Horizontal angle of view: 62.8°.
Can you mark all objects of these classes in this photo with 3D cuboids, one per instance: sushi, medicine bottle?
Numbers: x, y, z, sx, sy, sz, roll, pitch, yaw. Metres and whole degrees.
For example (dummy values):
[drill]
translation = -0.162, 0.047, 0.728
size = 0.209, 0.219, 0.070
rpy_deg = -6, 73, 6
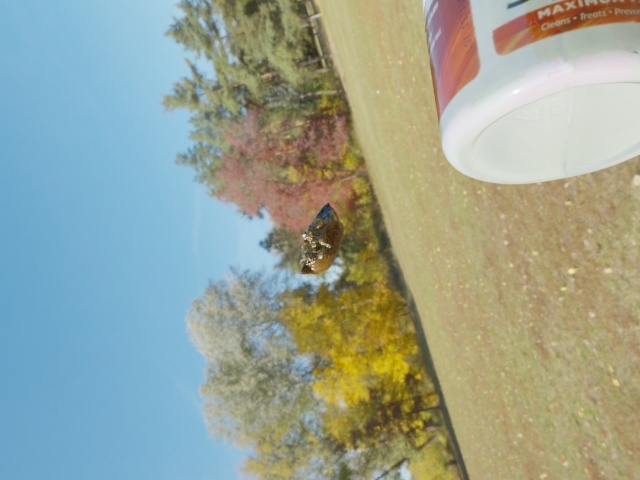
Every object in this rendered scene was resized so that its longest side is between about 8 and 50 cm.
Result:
[sushi]
translation = -0.003, 0.001, 0.775
size = 0.060, 0.061, 0.118
rpy_deg = 33, -129, -30
[medicine bottle]
translation = 0.247, -0.215, 0.576
size = 0.252, 0.252, 0.241
rpy_deg = 59, -155, -69
